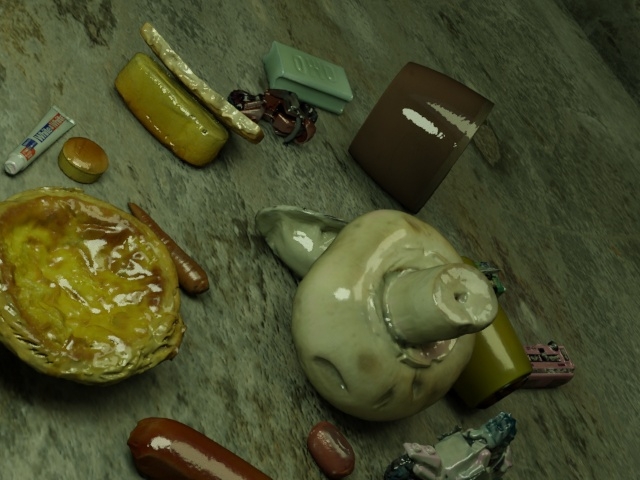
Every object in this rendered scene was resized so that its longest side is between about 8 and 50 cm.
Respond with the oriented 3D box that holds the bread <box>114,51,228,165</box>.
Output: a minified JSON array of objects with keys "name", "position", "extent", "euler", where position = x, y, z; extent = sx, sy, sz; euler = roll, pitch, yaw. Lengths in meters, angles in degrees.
[{"name":"bread","position":[-0.283,-0.246,1.858],"extent":[0.245,0.094,0.102],"euler":[44,25,3]}]

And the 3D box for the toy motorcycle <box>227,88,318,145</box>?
[{"name":"toy motorcycle","position":[-0.091,-0.262,2.068],"extent":[0.212,0.084,0.118],"euler":[6,49,-30]}]

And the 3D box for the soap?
[{"name":"soap","position":[-0.029,-0.373,2.262],"extent":[0.198,0.066,0.119],"euler":[15,44,-33]}]

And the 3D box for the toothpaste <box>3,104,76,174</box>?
[{"name":"toothpaste","position":[-0.471,-0.169,1.644],"extent":[0.052,0.033,0.218],"euler":[39,30,-12]}]

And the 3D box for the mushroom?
[{"name":"mushroom","position":[0.115,0.108,1.644],"extent":[0.353,0.353,0.325],"euler":[1,48,-44]}]

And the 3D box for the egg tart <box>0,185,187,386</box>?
[{"name":"egg tart","position":[-0.358,0.076,1.400],"extent":[0.341,0.129,0.341],"euler":[26,38,-23]}]

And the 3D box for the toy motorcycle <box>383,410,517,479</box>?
[{"name":"toy motorcycle","position":[0.237,0.350,1.616],"extent":[0.239,0.204,0.108],"euler":[10,29,-44]}]

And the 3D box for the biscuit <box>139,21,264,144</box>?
[{"name":"biscuit","position":[-0.226,-0.288,1.918],"extent":[0.309,0.040,0.204],"euler":[44,-2,5]}]

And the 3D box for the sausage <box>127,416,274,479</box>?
[{"name":"sausage","position":[-0.132,0.340,1.369],"extent":[0.300,0.083,0.089],"euler":[35,47,-7]}]

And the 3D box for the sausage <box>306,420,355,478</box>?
[{"name":"sausage","position":[0.017,0.331,1.548],"extent":[0.059,0.054,0.094],"euler":[-17,64,-52]}]

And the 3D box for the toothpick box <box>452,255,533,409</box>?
[{"name":"toothpick box","position":[0.280,0.182,1.867],"extent":[0.175,0.175,0.271],"euler":[-11,63,-49]}]

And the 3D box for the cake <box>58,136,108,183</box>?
[{"name":"cake","position":[-0.401,-0.137,1.664],"extent":[0.084,0.044,0.084],"euler":[24,39,-21]}]

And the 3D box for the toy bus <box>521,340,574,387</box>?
[{"name":"toy bus","position":[0.440,0.258,2.035],"extent":[0.203,0.063,0.090],"euler":[5,52,-39]}]

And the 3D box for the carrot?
[{"name":"carrot","position":[-0.261,0.009,1.645],"extent":[0.216,0.048,0.048],"euler":[47,35,17]}]

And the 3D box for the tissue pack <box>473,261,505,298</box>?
[{"name":"tissue pack","position":[0.336,0.086,2.103],"extent":[0.111,0.079,0.085],"euler":[0,51,-44]}]

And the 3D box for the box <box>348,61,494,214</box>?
[{"name":"box","position":[0.214,-0.238,2.161],"extent":[0.216,0.301,0.301],"euler":[37,34,1]}]

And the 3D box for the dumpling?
[{"name":"dumpling","position":[0.000,0.000,1.794],"extent":[0.247,0.172,0.142],"euler":[25,52,-25]}]
